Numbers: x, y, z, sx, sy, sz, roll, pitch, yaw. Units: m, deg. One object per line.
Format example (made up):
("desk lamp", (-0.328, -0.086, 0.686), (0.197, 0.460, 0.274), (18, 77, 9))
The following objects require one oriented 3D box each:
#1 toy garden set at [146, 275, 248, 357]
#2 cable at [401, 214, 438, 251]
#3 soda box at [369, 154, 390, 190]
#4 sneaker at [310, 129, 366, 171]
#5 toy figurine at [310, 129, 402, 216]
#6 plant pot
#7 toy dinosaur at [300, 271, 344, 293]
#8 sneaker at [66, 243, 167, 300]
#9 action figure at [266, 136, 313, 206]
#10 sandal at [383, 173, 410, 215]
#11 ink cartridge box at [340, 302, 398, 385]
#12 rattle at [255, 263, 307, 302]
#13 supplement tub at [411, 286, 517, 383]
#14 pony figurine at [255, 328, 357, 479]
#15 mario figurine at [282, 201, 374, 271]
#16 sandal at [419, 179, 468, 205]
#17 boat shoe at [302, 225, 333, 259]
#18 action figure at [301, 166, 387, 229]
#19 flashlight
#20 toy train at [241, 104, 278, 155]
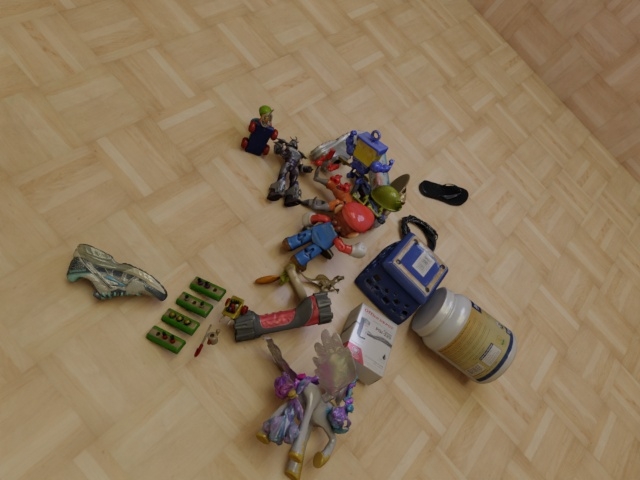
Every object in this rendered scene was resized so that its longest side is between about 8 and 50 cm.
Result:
("toy garden set", (-0.350, 0.222, 1.495), (0.203, 0.049, 0.244), (22, 52, 16))
("cable", (0.389, -0.023, 2.075), (0.184, 0.047, 0.150), (41, 58, -6))
("soda box", (0.239, -0.289, 2.123), (0.063, 0.058, 0.183), (9, 61, -23))
("sneaker", (0.087, -0.359, 2.073), (0.281, 0.105, 0.115), (-29, 95, -29))
("toy figurine", (0.167, -0.280, 1.824), (0.362, 0.217, 0.191), (42, 35, 22))
("plant pot", (0.305, 0.125, 1.842), (0.236, 0.212, 0.236), (45, 53, 2))
("toy dinosaur", (0.006, 0.153, 1.781), (0.183, 0.053, 0.093), (6, 46, -33))
("sneaker", (-0.580, 0.123, 1.466), (0.283, 0.110, 0.122), (26, 73, -10))
("action figure", (-0.110, -0.266, 1.898), (0.185, 0.099, 0.285), (24, 61, -31))
("sandal", (0.309, -0.164, 2.099), (0.240, 0.088, 0.079), (-56, 127, -30))
("ink cartridge box", (0.152, 0.341, 1.708), (0.158, 0.092, 0.218), (34, 46, -8))
("rattle", (-0.100, 0.189, 1.689), (0.142, 0.130, 0.200), (-29, 108, -23))
("supplement tub", (0.507, 0.333, 1.826), (0.316, 0.228, 0.228), (37, 54, -6))
("pony figurine", (-0.031, 0.453, 1.488), (0.363, 0.302, 0.351), (-55, 128, -40))
("mario figurine", (0.041, -0.015, 1.773), (0.198, 0.320, 0.170), (60, 7, -22))
("sandal", (0.552, -0.211, 2.247), (0.254, 0.054, 0.097), (6, 62, -25))
("boat shoe", (0.000, 0.000, 1.845), (0.049, 0.056, 0.152), (-37, 85, -31))
("action figure", (0.106, -0.151, 1.957), (0.330, 0.178, 0.341), (27, 28, -21))
("flashlight", (-0.117, 0.232, 1.584), (0.304, 0.103, 0.103), (-8, 66, -13))
("toy train", (-0.201, -0.435, 1.856), (0.105, 0.248, 0.143), (16, 54, -20))
